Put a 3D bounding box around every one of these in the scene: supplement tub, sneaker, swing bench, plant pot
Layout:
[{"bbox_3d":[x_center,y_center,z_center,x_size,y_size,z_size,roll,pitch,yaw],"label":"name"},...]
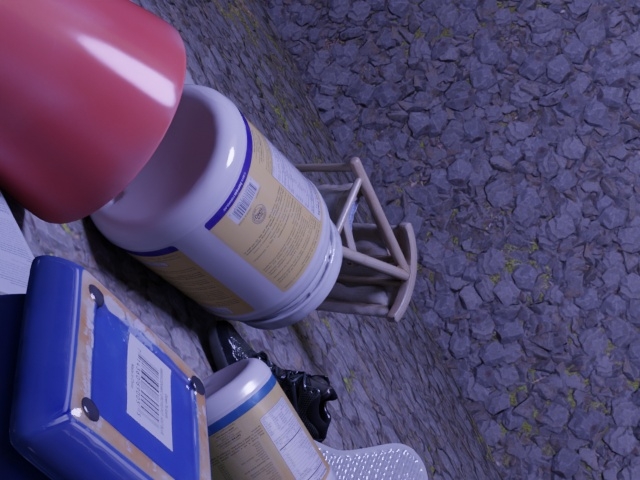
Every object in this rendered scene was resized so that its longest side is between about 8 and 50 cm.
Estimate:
[{"bbox_3d":[-0.134,-0.034,1.537,0.331,0.241,0.241,44,20,-50],"label":"supplement tub"},{"bbox_3d":[-0.010,0.334,1.491,0.321,0.127,0.126,12,56,-38],"label":"sneaker"},{"bbox_3d":[0.000,0.000,1.844,0.254,0.253,0.165,45,59,-42],"label":"swing bench"},{"bbox_3d":[-0.215,0.168,0.874,0.236,0.212,0.236,49,17,-33],"label":"plant pot"},{"bbox_3d":[-0.324,-0.191,1.210,0.243,0.275,0.275,35,26,-40],"label":"plant pot"},{"bbox_3d":[-0.073,0.242,1.192,0.199,0.144,0.144,59,13,-6],"label":"supplement tub"},{"bbox_3d":[-0.060,0.192,1.566,0.227,0.130,0.087,57,12,4],"label":"sneaker"}]

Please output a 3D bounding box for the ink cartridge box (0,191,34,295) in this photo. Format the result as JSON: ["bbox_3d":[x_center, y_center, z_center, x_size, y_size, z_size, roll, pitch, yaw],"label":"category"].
[{"bbox_3d":[-0.344,0.004,1.052,0.224,0.045,0.223,55,9,24],"label":"ink cartridge box"}]

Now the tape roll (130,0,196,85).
[{"bbox_3d":[-0.290,-0.246,1.796,0.392,0.072,0.392,53,15,-21],"label":"tape roll"}]
